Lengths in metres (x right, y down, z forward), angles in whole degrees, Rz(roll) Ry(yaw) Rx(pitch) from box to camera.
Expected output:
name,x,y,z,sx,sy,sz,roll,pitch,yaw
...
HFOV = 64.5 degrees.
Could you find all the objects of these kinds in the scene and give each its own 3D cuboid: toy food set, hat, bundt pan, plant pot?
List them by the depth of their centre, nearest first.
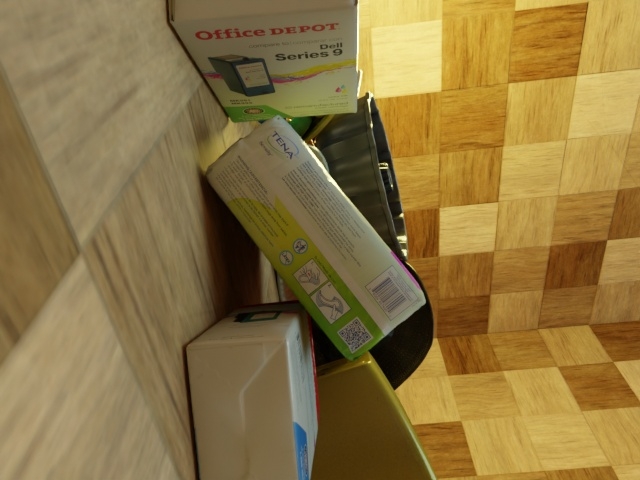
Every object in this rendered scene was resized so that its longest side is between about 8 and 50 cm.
name,x,y,z,sx,sy,sz,roll,pitch,yaw
plant pot,0.033,0.276,0.732,0.212,0.212,0.187,60,12,-82
toy food set,-0.021,-0.243,0.916,0.071,0.217,0.128,36,44,-21
hat,0.046,0.137,0.947,0.134,0.331,0.332,44,29,-36
bundt pan,0.078,-0.109,0.990,0.331,0.124,0.331,-13,90,-75

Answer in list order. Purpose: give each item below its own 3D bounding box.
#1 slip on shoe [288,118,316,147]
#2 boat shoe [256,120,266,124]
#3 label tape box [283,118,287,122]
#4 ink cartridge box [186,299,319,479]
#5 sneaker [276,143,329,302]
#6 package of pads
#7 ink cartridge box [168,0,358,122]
name,x,y,z,sx,sy,sz,roll,pitch,yaw
slip on shoe,-0.043,-0.258,1.108,0.123,0.101,0.332,78,6,-55
boat shoe,-0.080,-0.253,0.707,0.066,0.066,0.183,-106,-170,-51
label tape box,-0.044,-0.368,0.824,0.241,0.105,0.334,-121,-158,-68
ink cartridge box,-0.048,0.133,0.473,0.231,0.077,0.134,-20,105,-87
sneaker,-0.034,-0.025,0.866,0.121,0.108,0.303,-91,-177,-64
package of pads,0.000,0.000,0.580,0.229,0.101,0.296,52,0,5
ink cartridge box,-0.041,-0.202,0.501,0.212,0.154,0.093,74,13,-79
